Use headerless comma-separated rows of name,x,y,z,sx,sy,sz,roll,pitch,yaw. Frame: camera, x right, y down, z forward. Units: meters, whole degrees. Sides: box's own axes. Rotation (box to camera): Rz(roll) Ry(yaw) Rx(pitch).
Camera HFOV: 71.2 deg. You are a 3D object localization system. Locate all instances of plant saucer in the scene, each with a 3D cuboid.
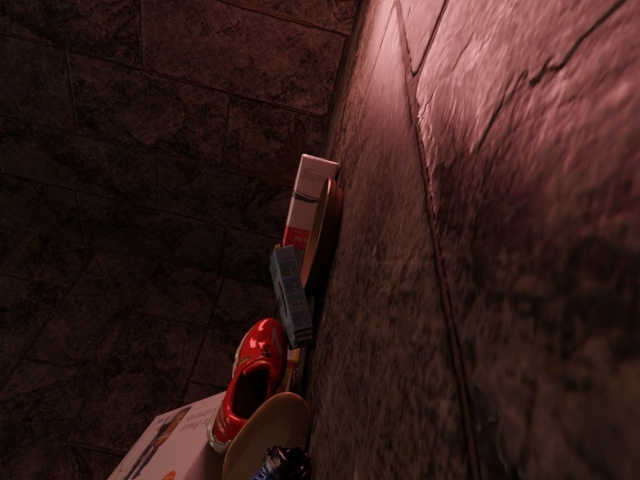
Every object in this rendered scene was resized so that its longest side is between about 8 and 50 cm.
plant saucer,0.000,0.000,0.966,0.278,0.041,0.278,-166,90,-86

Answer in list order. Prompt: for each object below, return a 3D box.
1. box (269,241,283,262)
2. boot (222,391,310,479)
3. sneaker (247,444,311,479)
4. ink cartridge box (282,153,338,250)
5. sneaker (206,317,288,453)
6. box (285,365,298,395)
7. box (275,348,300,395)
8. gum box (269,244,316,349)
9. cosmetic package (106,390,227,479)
box,-0.087,0.107,1.166,0.184,0.045,0.191,-130,25,-81
boot,-0.091,0.365,0.722,0.211,0.104,0.295,47,-112,-81
sneaker,-0.074,0.294,0.540,0.058,0.152,0.085,33,108,44
ink cartridge box,-0.029,-0.100,1.201,0.172,0.100,0.238,-119,41,-82
sneaker,-0.107,0.241,0.802,0.279,0.107,0.118,-75,12,-52
box,-0.077,0.386,0.915,0.164,0.021,0.202,-100,23,-78
box,-0.111,0.326,1.095,0.058,0.087,0.232,-85,11,-47
gum box,-0.059,0.119,0.888,0.157,0.041,0.185,121,136,-71
cosmetic package,-0.294,0.452,0.860,0.377,0.097,0.284,-31,17,38
